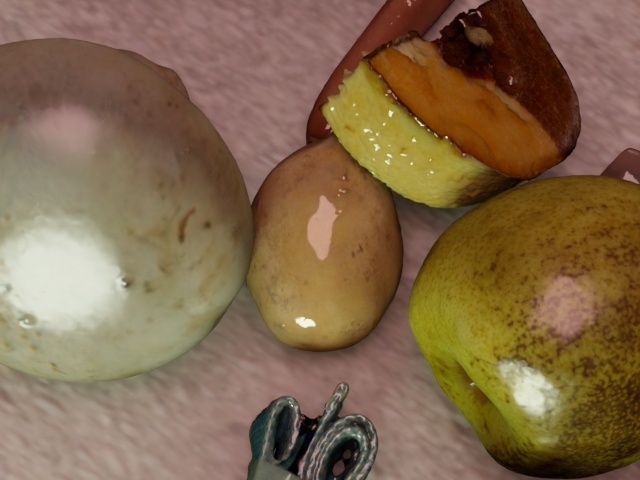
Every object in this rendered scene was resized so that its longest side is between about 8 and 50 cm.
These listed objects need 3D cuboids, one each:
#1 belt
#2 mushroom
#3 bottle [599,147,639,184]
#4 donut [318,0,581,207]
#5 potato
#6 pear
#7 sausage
[{"bbox_3d":[-0.057,0.226,1.184,0.087,0.072,0.302,27,74,7],"label":"belt"},{"bbox_3d":[-0.159,-0.035,1.223,0.244,0.243,0.243,0,71,0],"label":"mushroom"},{"bbox_3d":[0.251,-0.002,1.269,0.140,0.053,0.053,43,77,13],"label":"bottle"},{"bbox_3d":[0.091,-0.087,1.244,0.141,0.085,0.217,56,36,7],"label":"donut"},{"bbox_3d":[0.000,0.002,1.246,0.112,0.112,0.147,4,78,2],"label":"potato"},{"bbox_3d":[0.164,0.050,1.184,0.197,0.197,0.197,0,71,0],"label":"pear"},{"bbox_3d":[0.044,-0.133,1.322,0.043,0.043,0.186,32,74,11],"label":"sausage"}]
